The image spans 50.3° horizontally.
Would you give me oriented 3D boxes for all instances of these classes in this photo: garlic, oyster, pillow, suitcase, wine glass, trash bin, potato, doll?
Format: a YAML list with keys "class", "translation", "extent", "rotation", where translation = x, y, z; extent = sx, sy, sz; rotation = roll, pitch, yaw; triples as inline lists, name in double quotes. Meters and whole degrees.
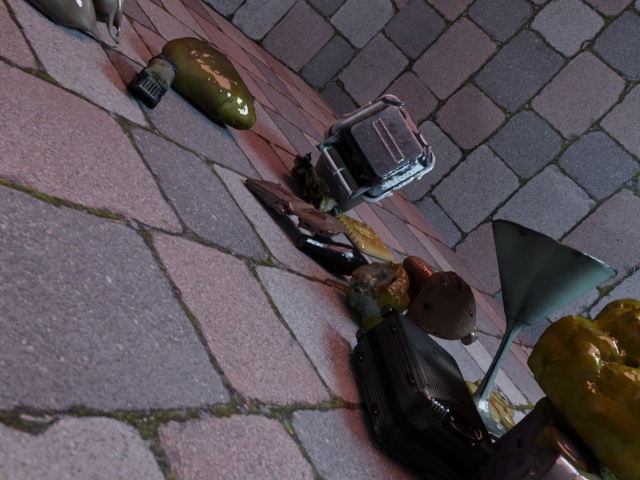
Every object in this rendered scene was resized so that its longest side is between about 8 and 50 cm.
- class: "garlic"
  translation: [-0.539, -0.541, 1.447]
  extent: [0.292, 0.210, 0.237]
  rotation: [40, -20, -5]
- class: "oyster"
  translation: [-0.011, -0.145, 1.918]
  extent: [0.214, 0.083, 0.223]
  rotation: [60, 2, 21]
- class: "pillow"
  translation: [-0.055, -0.072, 1.581]
  extent: [0.248, 0.049, 0.135]
  rotation: [34, 17, 17]
- class: "suitcase"
  translation: [0.171, 0.267, 1.198]
  extent: [0.202, 0.128, 0.312]
  rotation: [40, 15, -23]
- class: "wine glass"
  translation: [0.389, 0.189, 1.396]
  extent: [0.267, 0.406, 0.267]
  rotation: [26, 1, -1]
- class: "trash bin"
  translation: [0.111, -0.215, 1.953]
  extent: [0.256, 0.296, 0.367]
  rotation: [58, -19, 1]
- class: "potato"
  translation: [-0.277, -0.404, 1.753]
  extent: [0.296, 0.141, 0.192]
  rotation: [44, 17, -16]
- class: "doll"
  translation: [0.226, 0.146, 1.598]
  extent: [0.303, 0.156, 0.201]
  rotation: [13, -49, 54]

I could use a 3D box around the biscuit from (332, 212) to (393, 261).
- class: "biscuit"
  translation: [0.132, -0.012, 2.056]
  extent: [0.160, 0.030, 0.249]
  rotation: [53, 16, 26]

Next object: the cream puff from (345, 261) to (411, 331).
- class: "cream puff"
  translation: [0.128, 0.124, 1.475]
  extent: [0.121, 0.156, 0.156]
  rotation: [-9, 49, -33]

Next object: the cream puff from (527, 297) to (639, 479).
- class: "cream puff"
  translation: [0.524, 0.224, 1.117]
  extent: [0.324, 0.257, 0.291]
  rotation: [40, 14, -18]

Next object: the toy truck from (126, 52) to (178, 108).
- class: "toy truck"
  translation: [-0.358, -0.348, 1.465]
  extent: [0.074, 0.088, 0.202]
  rotation: [39, 15, -20]

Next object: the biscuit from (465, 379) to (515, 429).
- class: "biscuit"
  translation: [0.448, 0.423, 1.769]
  extent: [0.234, 0.030, 0.153]
  rotation: [27, 26, -52]

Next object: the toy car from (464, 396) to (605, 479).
- class: "toy car"
  translation: [0.374, 0.426, 1.116]
  extent: [0.226, 0.242, 0.336]
  rotation: [46, 15, 10]

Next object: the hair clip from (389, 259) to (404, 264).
- class: "hair clip"
  translation: [0.243, 0.085, 2.075]
  extent: [0.072, 0.046, 0.173]
  rotation: [45, 12, 9]

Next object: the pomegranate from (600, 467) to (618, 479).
- class: "pomegranate"
  translation: [0.767, 0.614, 1.741]
  extent: [0.285, 0.285, 0.340]
  rotation: [34, -4, -40]

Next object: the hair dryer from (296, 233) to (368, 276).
- class: "hair dryer"
  translation: [0.000, 0.000, 1.628]
  extent: [0.195, 0.075, 0.219]
  rotation: [25, 13, -33]
